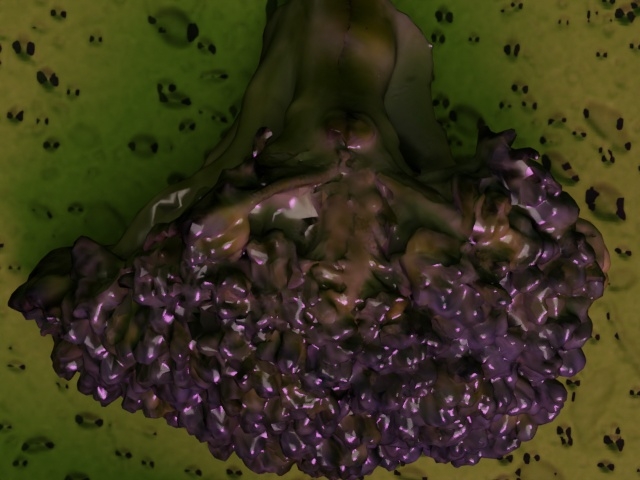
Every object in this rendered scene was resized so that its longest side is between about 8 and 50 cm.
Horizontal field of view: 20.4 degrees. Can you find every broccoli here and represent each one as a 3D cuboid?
[{"bbox_3d":[0.000,0.000,0.900,0.288,0.248,0.245,16,64,3],"label":"broccoli"}]
